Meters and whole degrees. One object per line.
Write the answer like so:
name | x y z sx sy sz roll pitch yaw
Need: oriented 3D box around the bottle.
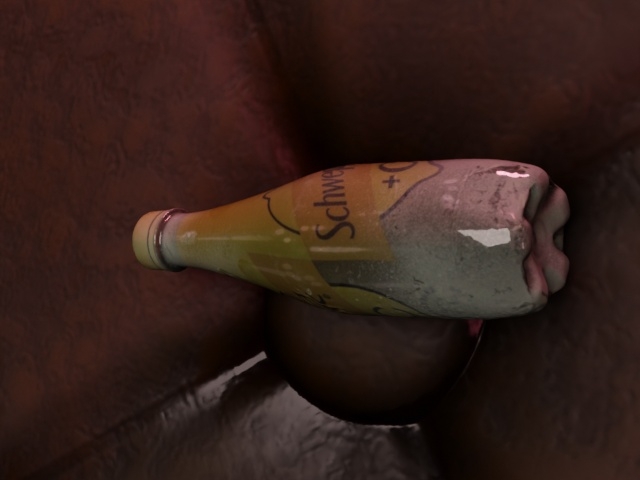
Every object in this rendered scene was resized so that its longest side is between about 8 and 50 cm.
bottle | 0.000 0.000 0.537 0.270 0.083 0.083 -1 83 33
